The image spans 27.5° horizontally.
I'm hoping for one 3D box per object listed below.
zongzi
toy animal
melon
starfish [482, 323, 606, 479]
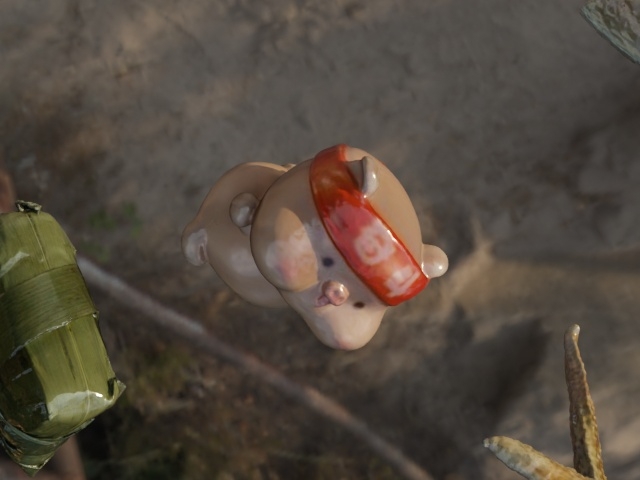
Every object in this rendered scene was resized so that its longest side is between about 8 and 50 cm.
[{"bbox_3d":[-0.142,0.048,0.621,0.055,0.109,0.119,-10,162,-28],"label":"zongzi"},{"bbox_3d":[0.000,0.000,1.093,0.171,0.171,0.198,8,175,-44],"label":"toy animal"},{"bbox_3d":[0.324,-0.178,1.167,0.054,0.182,0.098,-43,177,-43],"label":"melon"},{"bbox_3d":[0.187,0.303,1.104,0.132,0.383,0.398,-3,123,-3],"label":"starfish"}]
